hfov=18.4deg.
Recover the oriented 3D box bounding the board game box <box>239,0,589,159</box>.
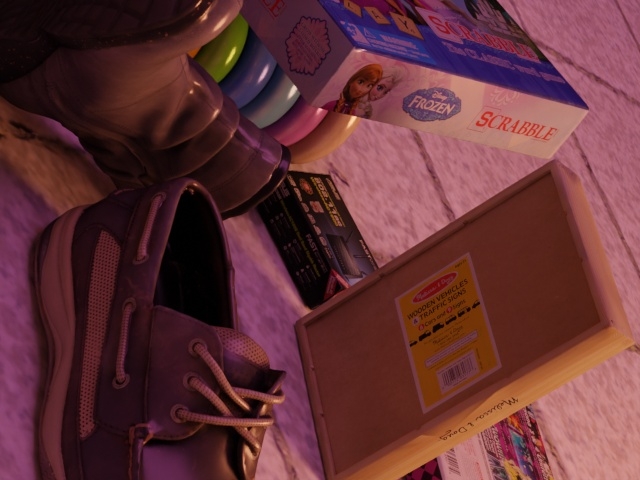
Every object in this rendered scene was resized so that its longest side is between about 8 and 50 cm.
[{"bbox_3d":[0.034,-0.214,1.663,0.318,0.066,0.318,8,38,-49],"label":"board game box"}]

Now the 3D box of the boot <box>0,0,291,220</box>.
[{"bbox_3d":[-0.094,-0.109,1.339,0.222,0.338,0.118,41,70,-26],"label":"boot"}]

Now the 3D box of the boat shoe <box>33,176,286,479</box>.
[{"bbox_3d":[-0.099,0.098,1.270,0.132,0.130,0.355,30,35,-46],"label":"boat shoe"}]

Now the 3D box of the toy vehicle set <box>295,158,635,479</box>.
[{"bbox_3d":[0.104,0.071,1.525,0.035,0.267,0.166,34,34,-42],"label":"toy vehicle set"}]

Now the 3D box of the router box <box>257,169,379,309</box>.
[{"bbox_3d":[0.000,0.000,1.700,0.092,0.038,0.122,2,58,-63],"label":"router box"}]

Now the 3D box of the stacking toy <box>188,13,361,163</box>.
[{"bbox_3d":[-0.109,-0.169,1.617,0.330,0.141,0.141,19,43,-45],"label":"stacking toy"}]

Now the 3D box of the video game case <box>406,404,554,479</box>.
[{"bbox_3d":[0.132,0.165,1.739,0.210,0.042,0.232,32,34,-44],"label":"video game case"}]
